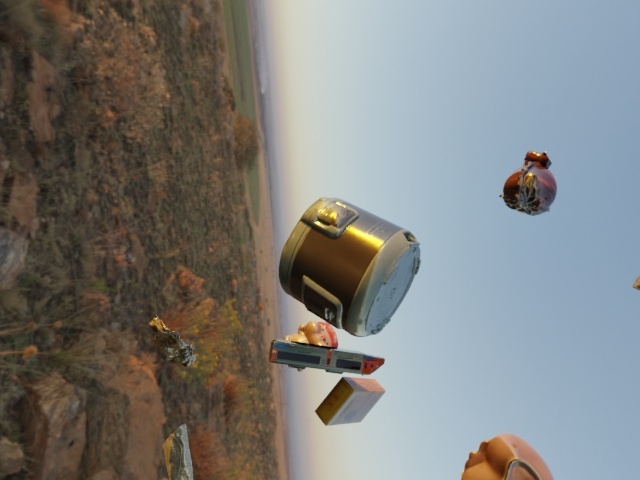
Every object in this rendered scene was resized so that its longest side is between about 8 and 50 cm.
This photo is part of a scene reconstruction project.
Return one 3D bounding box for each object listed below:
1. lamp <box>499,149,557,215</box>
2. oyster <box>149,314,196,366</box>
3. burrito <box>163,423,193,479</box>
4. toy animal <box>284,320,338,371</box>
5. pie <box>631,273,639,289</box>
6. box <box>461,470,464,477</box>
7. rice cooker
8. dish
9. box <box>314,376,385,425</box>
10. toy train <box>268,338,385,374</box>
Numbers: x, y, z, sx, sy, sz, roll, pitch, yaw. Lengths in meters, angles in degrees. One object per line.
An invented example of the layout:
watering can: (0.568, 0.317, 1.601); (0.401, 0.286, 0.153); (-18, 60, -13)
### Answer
lamp: (0.664, -0.159, 1.347); (0.151, 0.223, 0.215); (38, -16, 46)
oyster: (-0.429, 0.321, 1.294); (0.345, 0.128, 0.079); (96, 19, -58)
burrito: (-0.438, 0.700, 1.355); (0.226, 0.086, 0.060); (62, 0, 36)
toy animal: (-0.029, 0.405, 1.697); (0.171, 0.197, 0.172); (157, -90, -85)
pie: (0.869, 0.099, 1.160); (0.020, 0.084, 0.084); (42, -20, 17)
box: (0.441, 0.610, 1.095); (0.100, 0.151, 0.048); (45, 43, -51)
rice cooker: (0.066, 0.062, 1.180); (0.335, 0.325, 0.335); (-41, 148, -34)
dish: (0.427, 0.554, 0.975); (0.090, 0.213, 0.214); (55, 29, -74)
box: (0.121, 0.613, 1.664); (0.076, 0.174, 0.274); (41, 8, 37)
toy train: (0.024, 0.416, 1.518); (0.086, 0.408, 0.089); (148, -47, -74)
